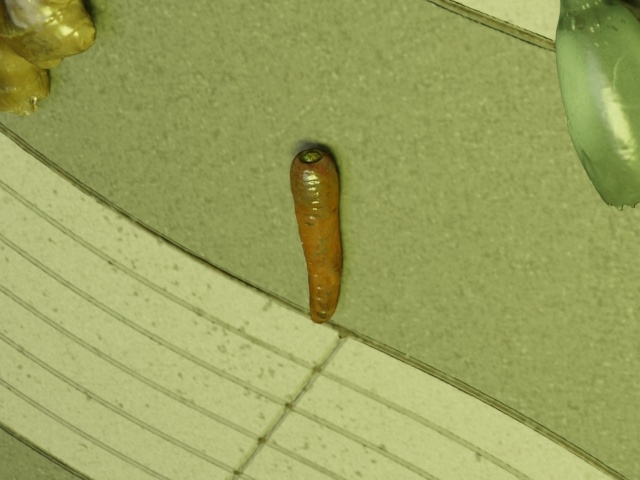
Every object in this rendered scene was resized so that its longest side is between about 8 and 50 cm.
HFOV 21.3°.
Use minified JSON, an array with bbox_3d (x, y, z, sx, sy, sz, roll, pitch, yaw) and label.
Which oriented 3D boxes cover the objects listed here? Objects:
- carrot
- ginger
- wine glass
[{"bbox_3d":[0.000,0.000,1.577,0.047,0.047,0.191,13,130,25],"label":"carrot"},{"bbox_3d":[-0.278,-0.256,1.567,0.148,0.081,0.334,22,129,39],"label":"ginger"},{"bbox_3d":[0.156,-0.182,1.366,0.264,0.096,0.309,6,126,58],"label":"wine glass"}]
